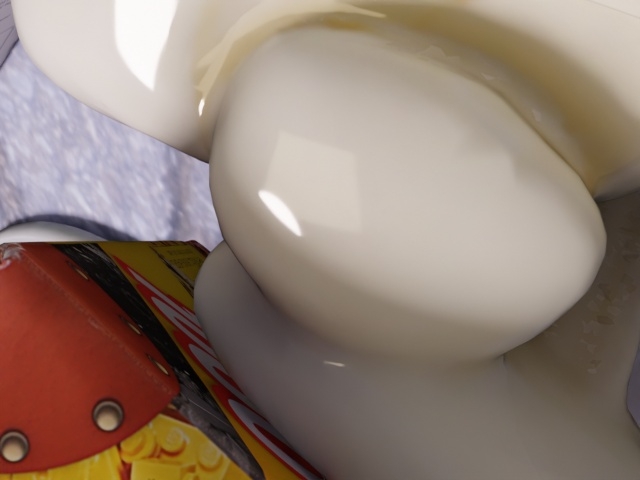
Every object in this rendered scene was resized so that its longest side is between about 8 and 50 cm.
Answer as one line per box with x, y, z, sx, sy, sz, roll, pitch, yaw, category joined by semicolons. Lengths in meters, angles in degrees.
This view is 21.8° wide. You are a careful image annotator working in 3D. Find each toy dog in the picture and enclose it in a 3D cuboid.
0.098;-0.170;0.449;0.395;0.284;0.408;40;130;7;toy dog

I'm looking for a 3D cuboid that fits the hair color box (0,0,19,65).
-0.310;-0.083;1.013;0.113;0.185;0.374;51;144;1;hair color box

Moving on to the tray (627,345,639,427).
0.181;0.052;0.730;0.270;0.030;0.145;18;133;37;tray

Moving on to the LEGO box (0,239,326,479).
-0.005;0.190;0.660;0.372;0.193;0.500;43;-179;0;LEGO box

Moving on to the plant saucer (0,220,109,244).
-0.148;0.185;1.114;0.400;0.100;0.400;30;136;33;plant saucer
